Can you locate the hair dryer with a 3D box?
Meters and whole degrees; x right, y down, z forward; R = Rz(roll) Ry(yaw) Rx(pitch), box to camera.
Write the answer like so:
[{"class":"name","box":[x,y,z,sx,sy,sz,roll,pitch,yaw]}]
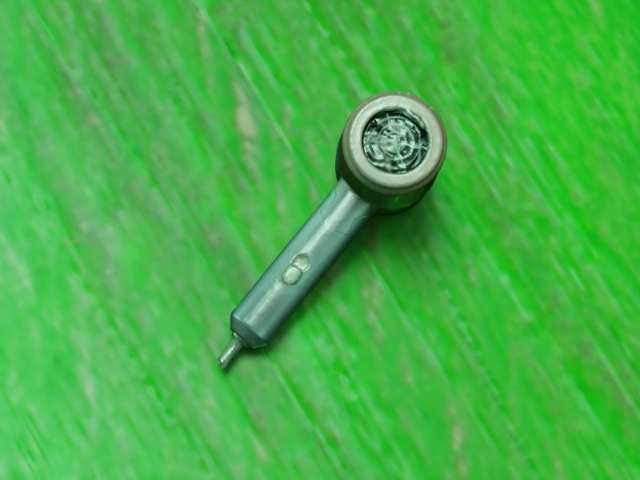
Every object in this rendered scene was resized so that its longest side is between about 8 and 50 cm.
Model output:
[{"class":"hair dryer","box":[0.000,0.000,0.578,0.037,0.063,0.114,39,86,3]}]
